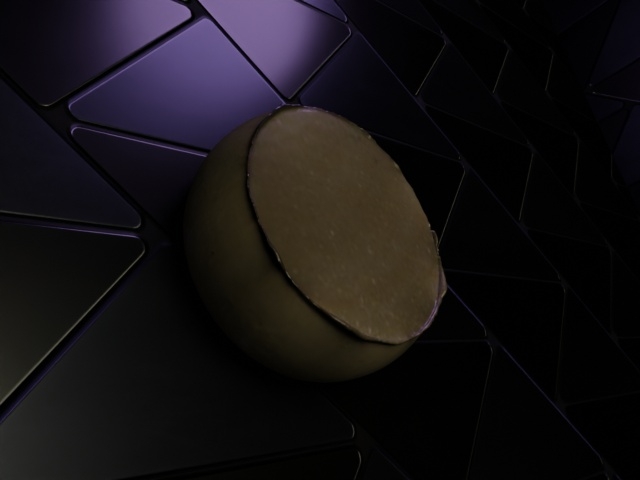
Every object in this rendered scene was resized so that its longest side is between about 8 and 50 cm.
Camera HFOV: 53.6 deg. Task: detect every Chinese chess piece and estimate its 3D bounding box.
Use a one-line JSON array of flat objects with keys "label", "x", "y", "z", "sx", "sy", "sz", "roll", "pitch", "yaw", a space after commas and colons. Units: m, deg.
[{"label": "Chinese chess piece", "x": 0.000, "y": 0.000, "z": 0.769, "sx": 0.338, "sy": 0.140, "sz": 0.338, "roll": 28, "pitch": 46, "yaw": -33}]
